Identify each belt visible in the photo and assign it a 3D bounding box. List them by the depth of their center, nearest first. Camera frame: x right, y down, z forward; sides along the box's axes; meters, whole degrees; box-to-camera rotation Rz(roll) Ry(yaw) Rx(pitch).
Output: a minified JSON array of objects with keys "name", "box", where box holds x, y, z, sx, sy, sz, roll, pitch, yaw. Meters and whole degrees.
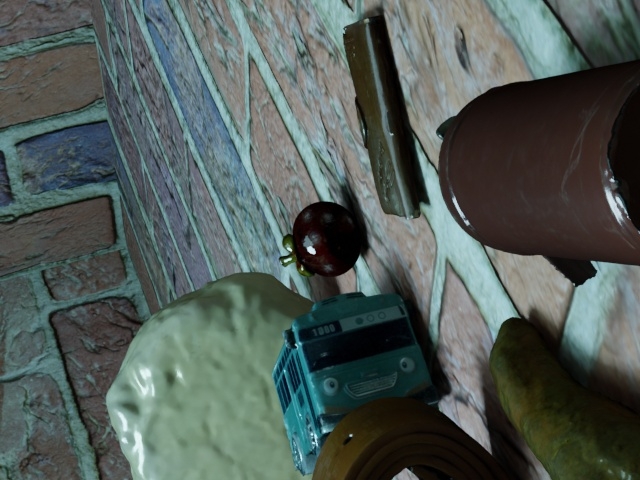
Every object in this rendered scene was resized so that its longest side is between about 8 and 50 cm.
[{"name":"belt","box":[0.084,0.264,1.168,0.105,0.184,0.261,-150,47,-71]}]

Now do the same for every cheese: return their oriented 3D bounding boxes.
[{"name":"cheese","box":[-0.081,0.202,1.623,0.318,0.326,0.115,-65,12,3]}]

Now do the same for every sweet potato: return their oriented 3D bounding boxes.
[{"name":"sweet potato","box":[0.168,0.122,0.928,0.273,0.075,0.075,-130,27,-70]}]

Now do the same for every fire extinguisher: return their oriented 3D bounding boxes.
[{"name":"fire extinguisher","box":[0.150,-0.025,0.786,0.147,0.106,0.337,51,171,-10]}]

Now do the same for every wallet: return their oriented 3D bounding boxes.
[{"name":"wallet","box":[0.052,-0.106,1.235,0.095,0.026,0.176,-165,61,-78]}]

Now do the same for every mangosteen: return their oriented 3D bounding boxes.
[{"name":"mangosteen","box":[0.003,-0.001,1.442,0.081,0.081,0.081,165,90,-77]}]

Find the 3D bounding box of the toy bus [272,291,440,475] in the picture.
[{"name":"toy bus","box":[0.027,0.144,1.402,0.256,0.128,0.147,111,144,-71]}]
